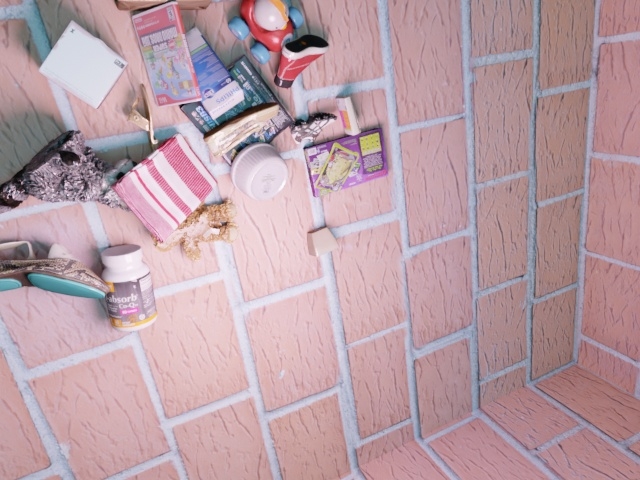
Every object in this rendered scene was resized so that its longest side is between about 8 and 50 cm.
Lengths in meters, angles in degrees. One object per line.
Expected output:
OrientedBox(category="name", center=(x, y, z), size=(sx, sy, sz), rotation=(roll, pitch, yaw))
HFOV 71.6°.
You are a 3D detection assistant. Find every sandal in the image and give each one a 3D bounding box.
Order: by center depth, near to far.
OrientedBox(category="sandal", center=(-0.599, -0.391, 1.473), size=(0.079, 0.088, 0.240), rotation=(-17, 117, -25))

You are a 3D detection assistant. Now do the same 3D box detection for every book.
OrientedBox(category="book", center=(0.104, -0.492, 1.750), size=(0.035, 0.096, 0.144), rotation=(-26, 115, -14))

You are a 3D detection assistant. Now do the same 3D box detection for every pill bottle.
OrientedBox(category="pill bottle", center=(-0.676, 0.165, 1.563), size=(0.162, 0.162, 0.279), rotation=(-10, 109, -21))

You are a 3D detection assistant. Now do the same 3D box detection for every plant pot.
OrientedBox(category="plant pot", center=(0.000, 0.000, 1.851), size=(0.109, 0.109, 0.096), rotation=(-24, 101, -16))

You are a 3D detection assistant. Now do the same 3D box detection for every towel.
OrientedBox(category="towel", center=(-0.505, -0.186, 1.493), size=(0.237, 0.037, 0.329), rotation=(56, 46, -27))

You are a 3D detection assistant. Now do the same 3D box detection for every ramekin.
OrientedBox(category="ramekin", center=(-0.214, -0.244, 1.628), size=(0.207, 0.109, 0.207), rotation=(-29, 143, -25))

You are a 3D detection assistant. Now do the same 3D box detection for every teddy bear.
OrientedBox(category="teddy bear", center=(-0.457, -0.053, 1.640), size=(0.337, 0.113, 0.245), rotation=(-27, 120, -23))

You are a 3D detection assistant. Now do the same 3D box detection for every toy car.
OrientedBox(category="toy car", center=(-0.157, -0.739, 1.480), size=(0.219, 0.238, 0.210), rotation=(-48, 118, -4))

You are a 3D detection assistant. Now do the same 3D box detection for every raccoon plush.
OrientedBox(category="raccoon plush", center=(-0.804, -0.152, 1.443), size=(0.446, 0.216, 0.299), rotation=(-26, 130, 13))

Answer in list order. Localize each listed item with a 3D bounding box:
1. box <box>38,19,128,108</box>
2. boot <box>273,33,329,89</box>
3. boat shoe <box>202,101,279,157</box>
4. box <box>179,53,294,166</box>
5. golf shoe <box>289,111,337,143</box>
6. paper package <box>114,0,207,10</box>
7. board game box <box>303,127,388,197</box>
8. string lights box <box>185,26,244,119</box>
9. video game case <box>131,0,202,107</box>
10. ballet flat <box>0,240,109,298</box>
OrientedBox(category="box", center=(-0.720, -0.531, 1.360), size=(0.181, 0.119, 0.182), rotation=(35, 90, -28))
OrientedBox(category="boot", center=(-0.074, -0.652, 1.639), size=(0.244, 0.088, 0.176), rotation=(-38, 165, -40))
OrientedBox(category="boat shoe", center=(-0.264, -0.390, 1.543), size=(0.285, 0.105, 0.089), rotation=(-28, 120, -2))
OrientedBox(category="box", center=(-0.294, -0.452, 1.598), size=(0.293, 0.073, 0.295), rotation=(-43, 117, -5))
OrientedBox(category="golf shoe", center=(-0.025, -0.439, 1.731), size=(0.198, 0.077, 0.094), rotation=(-20, 127, -13))
OrientedBox(category="paper package", center=(-0.491, -0.881, 1.330), size=(0.309, 0.168, 0.325), rotation=(-12, 110, -19))
OrientedBox(category="board game box", center=(0.111, -0.323, 1.833), size=(0.346, 0.056, 0.208), rotation=(-19, 108, -18))
OrientedBox(category="string lights box", center=(-0.382, -0.550, 1.465), size=(0.133, 0.077, 0.260), rotation=(-36, 90, -7))
OrientedBox(category="video game case", center=(-0.490, -0.581, 1.413), size=(0.025, 0.204, 0.285), rotation=(-37, 123, -49))
OrientedBox(category="ballet flat", center=(-0.930, 0.086, 1.418), size=(0.482, 0.164, 0.182), rotation=(2, 63, -14))
